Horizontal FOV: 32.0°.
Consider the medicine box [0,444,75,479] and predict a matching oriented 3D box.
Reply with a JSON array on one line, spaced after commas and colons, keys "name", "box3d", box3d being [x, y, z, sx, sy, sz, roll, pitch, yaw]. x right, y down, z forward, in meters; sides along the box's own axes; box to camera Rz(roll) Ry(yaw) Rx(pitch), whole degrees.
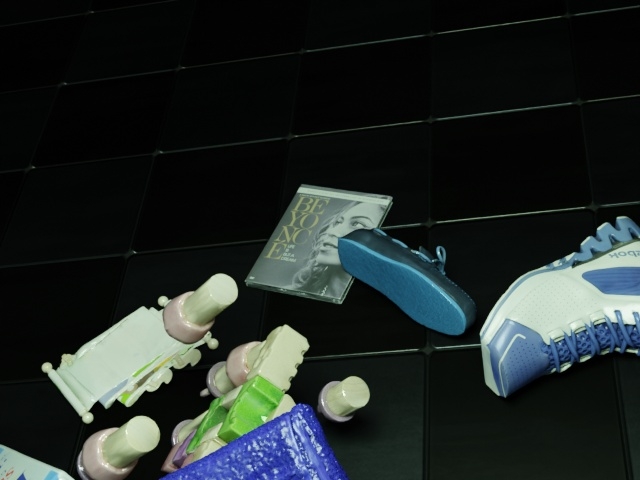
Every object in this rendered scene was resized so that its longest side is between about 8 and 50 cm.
[{"name": "medicine box", "box3d": [-0.348, 0.374, 1.185, 0.263, 0.149, 0.289, -51, 19, -22]}]

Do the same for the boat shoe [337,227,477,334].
[{"name": "boat shoe", "box3d": [0.135, 0.039, 1.610, 0.089, 0.109, 0.258, -28, 49, -31]}]

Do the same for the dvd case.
[{"name": "dvd case", "box3d": [0.000, 0.000, 1.754, 0.164, 0.018, 0.221, 9, 49, 25]}]

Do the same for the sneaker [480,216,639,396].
[{"name": "sneaker", "box3d": [0.370, 0.101, 1.459, 0.315, 0.127, 0.182, -35, 44, -20]}]

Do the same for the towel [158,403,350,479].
[{"name": "towel", "box3d": [-0.042, 0.349, 1.165, 0.227, 0.076, 0.308, -28, 71, -3]}]

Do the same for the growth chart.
[{"name": "growth chart", "box3d": [-0.283, 0.176, 1.665, 0.237, 0.021, 0.172, -32, 46, -14]}]

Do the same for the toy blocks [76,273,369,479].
[{"name": "toy blocks", "box3d": [-0.129, 0.260, 1.431, 0.260, 0.309, 0.289, -38, 19, 51]}]
